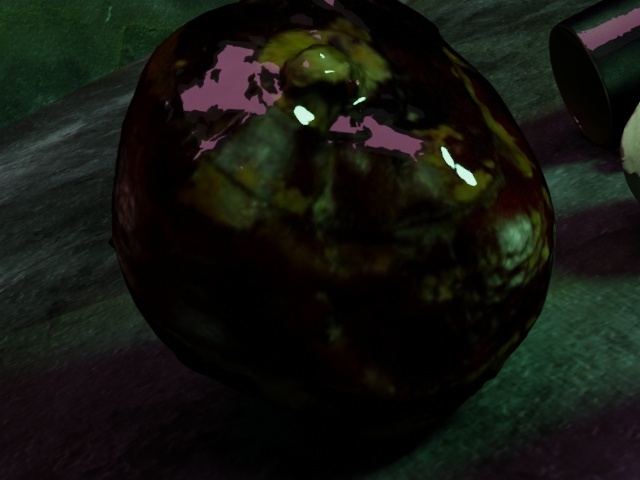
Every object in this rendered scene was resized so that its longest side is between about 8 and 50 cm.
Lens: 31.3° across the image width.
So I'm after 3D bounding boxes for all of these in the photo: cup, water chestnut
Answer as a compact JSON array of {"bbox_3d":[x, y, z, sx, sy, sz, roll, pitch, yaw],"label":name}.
[{"bbox_3d":[0.363,-0.190,1.195,0.177,0.166,0.239,-22,20,-5],"label":"cup"},{"bbox_3d":[0.000,0.000,0.860,0.335,0.347,0.335,14,44,-14],"label":"water chestnut"}]

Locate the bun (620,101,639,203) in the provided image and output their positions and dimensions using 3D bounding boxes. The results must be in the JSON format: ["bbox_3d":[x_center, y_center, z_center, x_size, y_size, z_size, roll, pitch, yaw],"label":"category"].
[{"bbox_3d":[0.347,-0.074,0.965,0.173,0.120,0.173,-33,29,21],"label":"bun"}]
